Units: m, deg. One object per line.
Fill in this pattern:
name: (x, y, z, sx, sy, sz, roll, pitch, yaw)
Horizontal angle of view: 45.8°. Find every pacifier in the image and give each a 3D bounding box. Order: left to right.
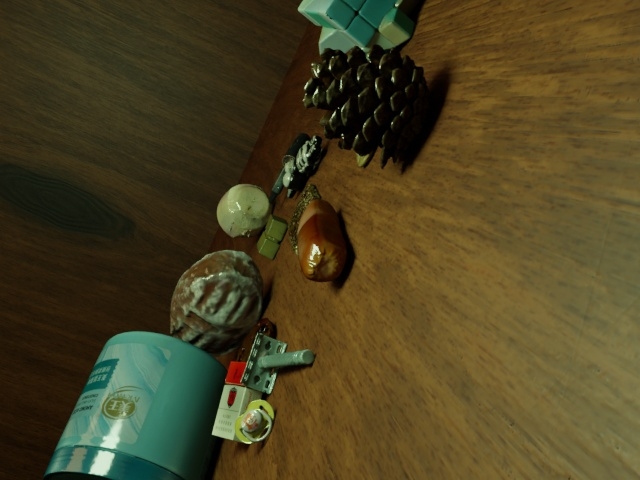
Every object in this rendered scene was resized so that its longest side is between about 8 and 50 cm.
pacifier: (-0.113, 0.333, 1.378, 0.083, 0.068, 0.064, -50, -23, -3)

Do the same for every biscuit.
biscuit: (-0.152, 0.258, 1.649, 0.192, 0.049, 0.192, -53, 21, 32)
biscuit: (-0.040, -0.056, 1.793, 0.237, 0.026, 0.131, -108, 42, -73)
biscuit: (0.091, -0.195, 1.522, 0.147, 0.018, 0.071, -91, 26, -63)

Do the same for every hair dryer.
hair dryer: (-0.098, -0.200, 2.184, 0.195, 0.050, 0.173, -59, 2, 33)

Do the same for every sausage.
sausage: (0.000, 0.000, 1.411, 0.300, 0.083, 0.089, -95, 24, -70)

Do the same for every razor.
razor: (-0.067, 0.220, 1.376, 0.232, 0.068, 0.106, -22, 47, 63)

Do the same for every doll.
doll: (-0.050, -0.194, 1.992, 0.219, 0.067, 0.091, 127, 150, -52)

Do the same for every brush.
brush: (-0.140, -0.026, 2.104, 0.103, 0.047, 0.233, -65, 12, 8)

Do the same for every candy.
candy: (-0.255, 0.163, 1.864, 0.289, 0.214, 0.157, -60, 20, 30)

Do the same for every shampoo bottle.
shampoo bottle: (-0.393, 0.428, 1.706, 0.331, 0.331, 0.343, -50, 18, 51)

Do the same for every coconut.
coconut: (-0.242, -0.083, 2.375, 0.183, 0.171, 0.171, -44, 26, 54)

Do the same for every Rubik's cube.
Rubik's cube: (0.099, -0.490, 1.619, 0.265, 0.213, 0.224, -54, 29, 5)

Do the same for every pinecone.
pinecone: (0.074, -0.224, 1.230, 0.179, 0.204, 0.184, 99, -178, -46)

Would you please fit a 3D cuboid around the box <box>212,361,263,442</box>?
box: (-0.160, 0.319, 1.503, 0.100, 0.048, 0.152, -9, 65, 56)
